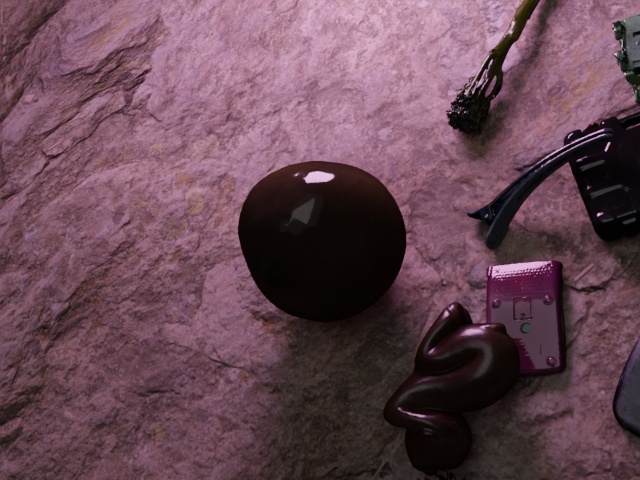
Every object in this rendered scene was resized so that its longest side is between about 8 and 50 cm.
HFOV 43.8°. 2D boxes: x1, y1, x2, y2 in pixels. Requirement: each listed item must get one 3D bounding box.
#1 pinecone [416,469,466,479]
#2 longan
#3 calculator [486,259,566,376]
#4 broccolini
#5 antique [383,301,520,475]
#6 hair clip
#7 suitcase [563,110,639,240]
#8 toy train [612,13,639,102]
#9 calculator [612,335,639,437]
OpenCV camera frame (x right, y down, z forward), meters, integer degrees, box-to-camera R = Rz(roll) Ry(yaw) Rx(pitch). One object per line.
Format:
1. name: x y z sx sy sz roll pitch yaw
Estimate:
1. pinecone: 0.170 0.405 1.147 0.121 0.140 0.140 -6 61 7
2. longan: 0.001 -0.004 1.356 0.298 0.297 0.297 -12 60 22
3. calculator: 0.328 0.123 1.279 0.127 0.034 0.190 -6 63 23
4. broccolini: 0.348 -0.368 1.524 0.074 0.079 0.392 15 65 44
5. antique: 0.207 0.236 1.221 0.143 0.121 0.256 27 82 40
6. hair clip: 0.362 -0.102 1.320 0.275 0.048 0.083 -45 47 26
7. suitcase: 0.555 -0.130 1.273 0.286 0.066 0.206 -20 58 17
8. toy train: 0.559 -0.322 1.370 0.099 0.081 0.149 -10 55 23
9. calculator: 0.534 0.186 1.138 0.177 0.040 0.268 26 83 37
